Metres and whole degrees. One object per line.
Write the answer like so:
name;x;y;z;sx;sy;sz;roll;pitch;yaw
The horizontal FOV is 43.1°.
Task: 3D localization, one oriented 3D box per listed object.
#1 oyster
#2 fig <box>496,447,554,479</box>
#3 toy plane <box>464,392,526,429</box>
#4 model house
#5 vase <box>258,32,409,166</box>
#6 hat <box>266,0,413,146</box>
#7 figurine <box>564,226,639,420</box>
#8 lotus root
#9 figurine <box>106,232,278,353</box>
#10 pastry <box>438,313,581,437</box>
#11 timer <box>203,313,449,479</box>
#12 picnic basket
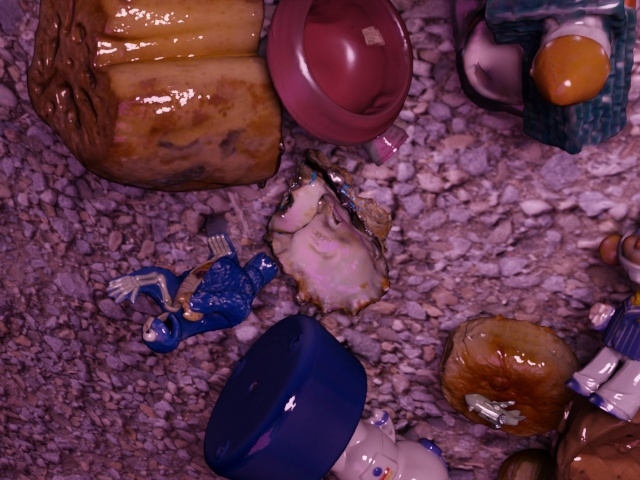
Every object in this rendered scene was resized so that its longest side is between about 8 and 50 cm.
oyster;0.004;-0.004;1.138;0.198;0.092;0.260;1;131;28
fig;0.300;0.404;1.153;0.149;0.245;0.149;20;131;25
toy plane;0.230;0.229;1.082;0.083;0.033;0.080;22;151;6
model house;0.197;-0.201;0.758;0.190;0.301;0.271;4;124;18
vase;0.016;-0.184;1.008;0.214;0.086;0.086;43;132;-10
hat;0.017;-0.203;0.918;0.089;0.205;0.205;-9;119;52
figurine;0.378;0.066;0.874;0.133;0.274;0.194;29;161;-19
lotus root;-0.183;-0.196;0.941;0.316;0.250;0.316;22;118;48
figurine;-0.177;0.093;1.196;0.164;0.262;0.121;25;125;31
pastry;0.260;0.188;1.121;0.192;0.093;0.182;13;133;12
timer;0.041;0.322;1.265;0.383;0.270;0.270;37;133;-18
picnic basket;0.440;0.310;0.924;0.337;0.337;0.293;18;130;17
